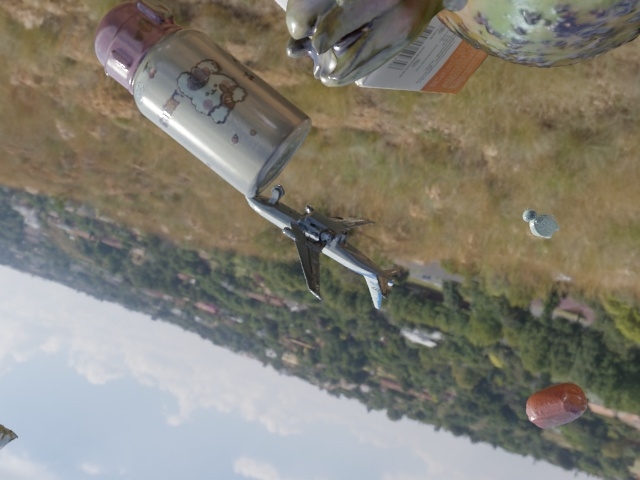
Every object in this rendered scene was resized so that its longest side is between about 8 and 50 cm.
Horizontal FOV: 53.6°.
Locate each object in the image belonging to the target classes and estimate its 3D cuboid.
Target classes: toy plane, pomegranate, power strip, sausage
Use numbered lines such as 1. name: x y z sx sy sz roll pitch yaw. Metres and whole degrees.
1. toy plane: 0.003 -0.001 0.800 0.226 0.058 0.226 39 -149 1
2. pomegranate: 0.117 -0.228 0.441 0.285 0.341 0.285 54 -179 -2
3. power strip: 0.452 -0.040 1.306 0.083 0.055 0.035 33 -156 -14
4. sausage: 0.372 0.261 0.995 0.094 0.054 0.059 -27 115 24

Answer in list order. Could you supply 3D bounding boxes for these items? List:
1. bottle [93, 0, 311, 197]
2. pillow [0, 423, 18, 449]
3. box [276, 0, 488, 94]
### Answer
1. bottle: -0.129 -0.156 0.665 0.233 0.110 0.110 39 168 0
2. pillow: -0.434 0.230 0.684 0.077 0.181 0.134 53 149 9
3. box: 0.104 -0.331 0.883 0.225 0.143 0.341 49 -151 14
